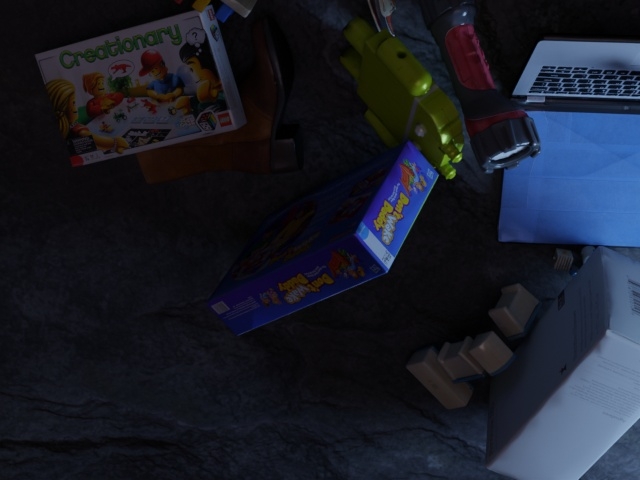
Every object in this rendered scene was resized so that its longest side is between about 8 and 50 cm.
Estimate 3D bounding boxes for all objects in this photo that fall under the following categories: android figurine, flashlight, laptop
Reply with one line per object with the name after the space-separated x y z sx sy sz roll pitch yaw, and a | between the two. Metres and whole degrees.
0.126 -0.212 1.644 0.056 0.248 0.273 -34 77 -14 | android figurine
0.235 -0.256 1.604 0.103 0.103 0.304 -20 75 12 | flashlight
0.493 -0.138 1.667 0.382 0.408 0.236 2 80 1 | laptop

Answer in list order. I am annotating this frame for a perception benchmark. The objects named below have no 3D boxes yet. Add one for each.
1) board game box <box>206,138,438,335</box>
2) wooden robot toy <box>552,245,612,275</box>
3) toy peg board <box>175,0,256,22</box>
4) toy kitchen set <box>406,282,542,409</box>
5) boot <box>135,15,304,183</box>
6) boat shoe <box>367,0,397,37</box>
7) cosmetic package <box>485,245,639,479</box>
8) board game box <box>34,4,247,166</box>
0.000 0.000 1.668 0.347 0.233 0.078 -26 114 43 | board game box
0.483 0.063 1.829 0.173 0.079 0.076 25 119 -9 | wooden robot toy
-0.175 -0.396 1.621 0.161 0.161 0.079 35 123 -13 | toy peg board
0.289 0.189 1.907 0.122 0.166 0.207 47 144 -16 | toy kitchen set
-0.180 -0.226 1.750 0.280 0.096 0.264 -2 120 12 | boot
0.095 -0.375 1.676 0.043 0.049 0.137 -20 107 9 | boat shoe
0.431 0.224 1.782 0.156 0.217 0.385 24 128 -8 | cosmetic package
-0.286 -0.241 1.700 0.305 0.053 0.193 -11 105 21 | board game box
